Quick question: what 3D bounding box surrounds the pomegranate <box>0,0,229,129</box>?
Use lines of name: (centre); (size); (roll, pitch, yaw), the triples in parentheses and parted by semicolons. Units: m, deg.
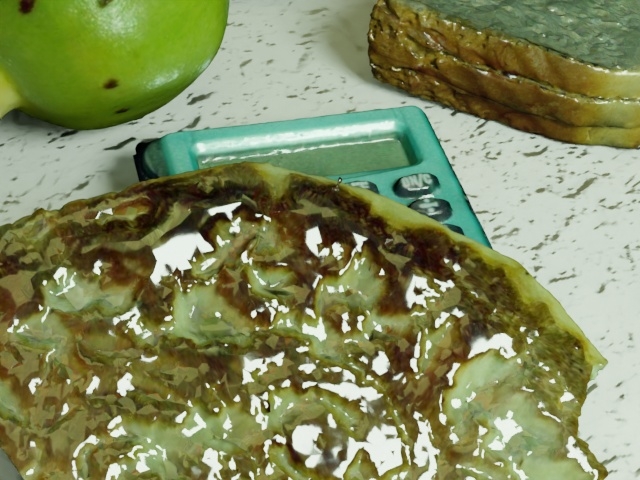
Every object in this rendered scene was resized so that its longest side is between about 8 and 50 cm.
pomegranate: (-0.211, -0.185, 1.033); (0.260, 0.260, 0.341); (29, 79, 23)

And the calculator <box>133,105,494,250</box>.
calculator: (0.000, 0.000, 0.975); (0.248, 0.058, 0.274); (-8, 46, -13)

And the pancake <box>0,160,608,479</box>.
pancake: (-0.021, 0.089, 0.835); (0.426, 0.067, 0.305); (-8, 70, -16)

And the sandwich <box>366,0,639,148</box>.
sandwich: (0.207, -0.221, 1.202); (0.271, 0.099, 0.301); (15, 43, 10)
